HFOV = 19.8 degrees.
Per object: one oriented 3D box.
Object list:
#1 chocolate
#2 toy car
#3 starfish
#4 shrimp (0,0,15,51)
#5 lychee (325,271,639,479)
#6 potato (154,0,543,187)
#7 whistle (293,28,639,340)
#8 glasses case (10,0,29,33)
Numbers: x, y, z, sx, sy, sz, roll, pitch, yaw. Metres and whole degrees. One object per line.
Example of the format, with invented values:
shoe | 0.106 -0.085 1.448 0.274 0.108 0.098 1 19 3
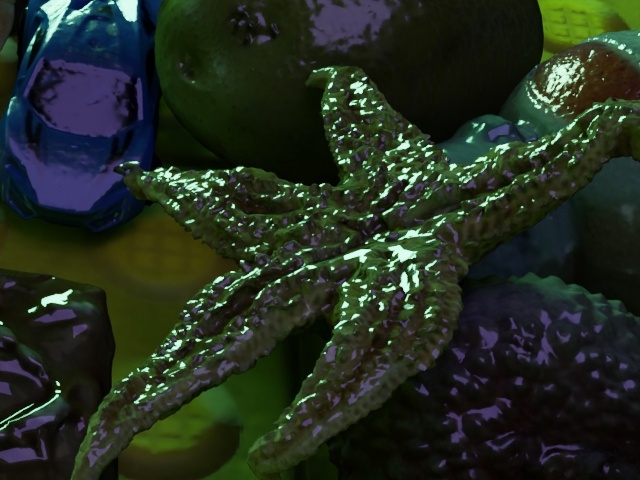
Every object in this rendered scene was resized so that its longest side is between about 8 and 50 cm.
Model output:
chocolate | -0.163 0.105 0.815 0.148 0.093 0.214 3 41 -10
toy car | -0.136 -0.090 1.070 0.103 0.063 0.216 10 40 -6
starfish | 0.002 0.003 0.843 0.299 0.060 0.302 -30 29 -6
shrimp | -0.283 -0.118 1.062 0.219 0.046 0.152 -13 59 -9
lychee | 0.090 0.094 0.838 0.165 0.165 0.197 -3 5 -19
potato | 0.028 -0.114 1.077 0.251 0.159 0.174 -7 73 -34
whistle | 0.111 -0.019 0.971 0.348 0.189 0.189 -11 46 -20
glasses case | -0.168 -0.189 1.189 0.071 0.047 0.205 36 45 26
